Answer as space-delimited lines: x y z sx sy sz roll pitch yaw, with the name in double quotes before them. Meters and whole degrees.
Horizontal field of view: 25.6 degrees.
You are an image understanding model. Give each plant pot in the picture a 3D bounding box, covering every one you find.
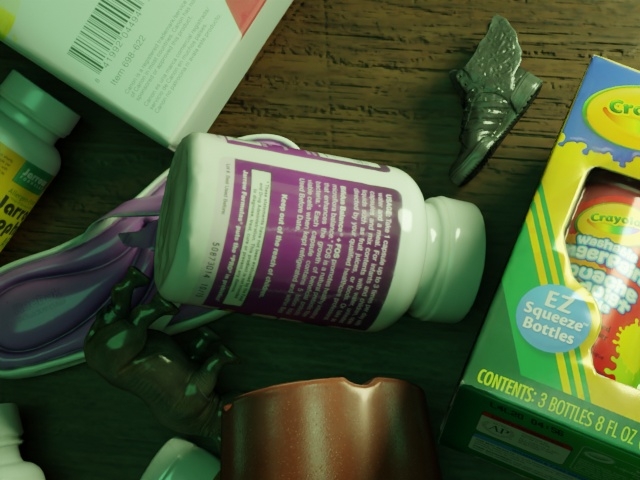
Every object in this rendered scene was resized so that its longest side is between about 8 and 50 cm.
"plant pot" 0.014 0.279 1.337 0.272 0.272 0.265 -8 71 7

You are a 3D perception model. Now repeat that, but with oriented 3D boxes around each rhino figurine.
"rhino figurine" -0.136 0.139 1.425 0.106 0.073 0.243 -47 116 0

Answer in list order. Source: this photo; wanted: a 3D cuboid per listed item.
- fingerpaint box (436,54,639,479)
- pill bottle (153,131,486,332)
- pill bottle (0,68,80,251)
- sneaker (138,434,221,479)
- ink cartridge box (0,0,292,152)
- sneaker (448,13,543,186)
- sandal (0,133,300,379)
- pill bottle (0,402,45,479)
"fingerpaint box" 0.382 0.083 1.277 0.444 0.163 0.371 22 64 8
"pill bottle" 0.000 0.000 1.375 0.301 0.169 0.169 10 85 -14
"pill bottle" -0.349 -0.072 1.490 0.117 0.117 0.208 36 89 10
"sneaker" -0.172 0.351 1.424 0.123 0.106 0.290 29 87 12
"ink cartridge box" -0.228 -0.307 1.450 0.384 0.160 0.279 34 92 3
"sneaker" 0.164 -0.145 1.462 0.089 0.051 0.170 38 85 10
"sandal" -0.190 0.029 1.464 0.416 0.102 0.169 -30 81 4
"pill bottle" -0.341 0.289 1.442 0.131 0.131 0.229 -13 82 6
